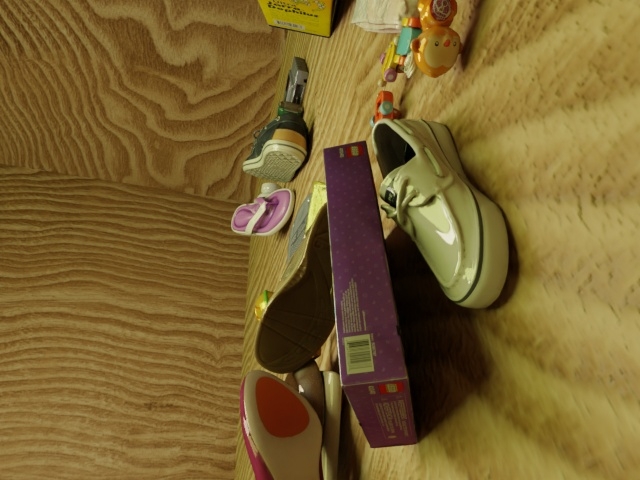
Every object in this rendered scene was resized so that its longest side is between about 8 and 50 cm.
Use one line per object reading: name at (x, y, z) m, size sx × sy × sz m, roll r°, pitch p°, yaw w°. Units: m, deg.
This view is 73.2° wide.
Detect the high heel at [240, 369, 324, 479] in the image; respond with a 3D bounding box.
high heel at (-0.055, 0.377, 0.625) m, size 0.377 × 0.127 × 0.181 m, roll 54°, pitch 128°, yaw 47°

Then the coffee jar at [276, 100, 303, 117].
coffee jar at (-0.131, -0.432, 1.654) m, size 0.079 × 0.096 × 0.184 m, roll -92°, pitch 16°, yaw -46°

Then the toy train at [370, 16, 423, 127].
toy train at (0.118, -0.231, 0.612) m, size 0.166 × 0.046 × 0.125 m, roll 132°, pitch 142°, yaw -73°

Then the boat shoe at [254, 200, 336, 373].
boat shoe at (-0.012, 0.081, 0.785) m, size 0.341 × 0.121 × 0.110 m, roll -62°, pitch 4°, yaw 7°

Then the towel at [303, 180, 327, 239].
towel at (0.000, 0.000, 0.896) m, size 0.102 × 0.021 × 0.237 m, roll 18°, pitch 102°, yaw 39°

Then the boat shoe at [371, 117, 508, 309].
boat shoe at (0.106, -0.047, 0.448) m, size 0.096 × 0.088 × 0.268 m, roll 113°, pitch 161°, yaw -46°

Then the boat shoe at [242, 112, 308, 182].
boat shoe at (-0.158, -0.316, 1.543) m, size 0.500 × 0.186 × 0.156 m, roll 167°, pitch 116°, yaw -70°

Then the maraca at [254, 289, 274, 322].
maraca at (-0.148, 0.235, 1.347) m, size 0.127 × 0.099 × 0.186 m, roll -102°, pitch -1°, yaw -50°

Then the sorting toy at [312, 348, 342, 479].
sorting toy at (0.002, 0.325, 0.769) m, size 0.196 × 0.047 × 0.348 m, roll 142°, pitch 134°, yaw -66°

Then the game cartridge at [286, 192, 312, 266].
game cartridge at (-0.033, 0.000, 1.089) m, size 0.294 × 0.060 × 0.196 m, roll 130°, pitch 142°, yaw -66°

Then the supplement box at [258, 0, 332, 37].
supplement box at (-0.048, -0.681, 1.107) m, size 0.356 × 0.195 × 0.194 m, roll -88°, pitch 8°, yaw -78°

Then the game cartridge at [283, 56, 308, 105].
game cartridge at (-0.122, -0.549, 1.777) m, size 0.230 × 0.068 × 0.355 m, roll -107°, pitch 28°, yaw -52°

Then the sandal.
sandal at (-0.246, -0.096, 1.636) m, size 0.416 × 0.102 × 0.169 m, roll -15°, pitch 66°, yaw 49°

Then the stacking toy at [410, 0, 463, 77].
stacking toy at (0.124, -0.334, 0.460) m, size 0.166 × 0.175 × 0.302 m, roll -155°, pitch 61°, yaw -67°

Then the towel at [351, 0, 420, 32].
towel at (0.134, -0.514, 0.690) m, size 0.317 × 0.053 × 0.332 m, roll -110°, pitch 30°, yaw -63°

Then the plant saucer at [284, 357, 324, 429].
plant saucer at (-0.042, 0.311, 0.775) m, size 0.198 × 0.036 × 0.199 m, roll -170°, pitch 90°, yaw -74°

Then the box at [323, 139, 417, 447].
box at (0.055, 0.057, 0.496) m, size 0.201 × 0.057 × 0.293 m, roll 72°, pitch -168°, yaw -50°

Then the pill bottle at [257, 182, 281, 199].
pill bottle at (-0.211, -0.137, 1.784) m, size 0.112 × 0.112 × 0.187 m, roll 136°, pitch 140°, yaw -69°
